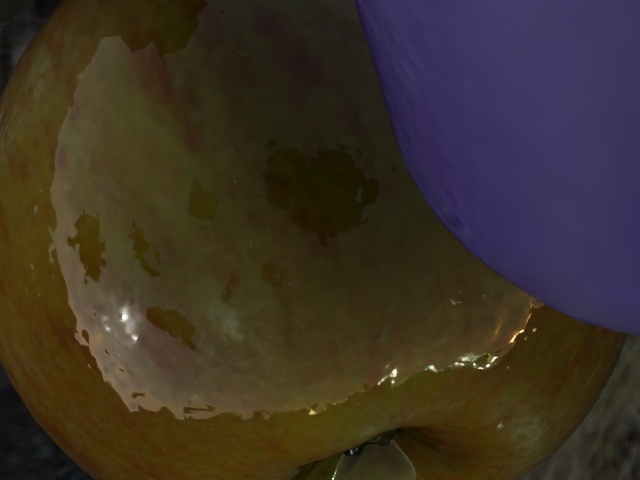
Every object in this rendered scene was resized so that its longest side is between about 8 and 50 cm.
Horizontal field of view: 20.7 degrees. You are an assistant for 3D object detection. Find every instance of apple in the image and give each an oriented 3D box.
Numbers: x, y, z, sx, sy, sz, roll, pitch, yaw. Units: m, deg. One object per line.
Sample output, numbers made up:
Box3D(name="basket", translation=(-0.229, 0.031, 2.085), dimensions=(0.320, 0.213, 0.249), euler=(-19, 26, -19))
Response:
Box3D(name="apple", translation=(0.000, 0.000, 1.022), dimensions=(0.400, 0.400, 0.333), euler=(-35, 54, 6))

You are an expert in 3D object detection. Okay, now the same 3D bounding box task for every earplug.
Box3D(name="earplug", translation=(0.073, -0.161, 0.355), dimensions=(0.215, 0.456, 0.215), euler=(-6, 62, 12))

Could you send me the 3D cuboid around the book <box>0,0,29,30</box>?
Box3D(name="book", translation=(-0.157, -0.319, 0.928), dimensions=(0.043, 0.371, 0.260), euler=(26, 66, 29))
